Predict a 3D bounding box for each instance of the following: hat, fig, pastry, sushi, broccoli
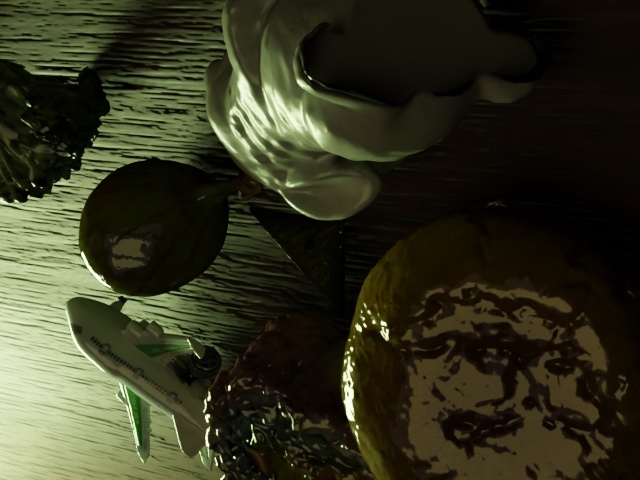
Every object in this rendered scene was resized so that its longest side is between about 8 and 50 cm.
[{"bbox_3d":[0.000,0.000,1.730,0.146,0.067,0.146,49,-178,-2],"label":"hat"},{"bbox_3d":[-0.146,-0.043,1.764,0.151,0.151,0.259,49,135,0],"label":"fig"},{"bbox_3d":[0.178,0.132,1.544,0.356,0.164,0.356,9,116,19],"label":"pastry"},{"bbox_3d":[0.023,0.196,1.777,0.270,0.171,0.236,30,136,18],"label":"sushi"},{"bbox_3d":[-0.365,-0.181,1.801,0.304,0.145,0.165,41,128,-18],"label":"broccoli"}]

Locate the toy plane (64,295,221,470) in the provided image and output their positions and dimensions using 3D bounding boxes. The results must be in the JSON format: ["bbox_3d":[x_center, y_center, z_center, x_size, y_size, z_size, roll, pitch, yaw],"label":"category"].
[{"bbox_3d":[-0.197,0.150,1.991,0.255,0.101,0.251,44,140,12],"label":"toy plane"}]

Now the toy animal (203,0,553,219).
[{"bbox_3d":[0.017,-0.136,1.531,0.258,0.194,0.357,32,156,-8],"label":"toy animal"}]
